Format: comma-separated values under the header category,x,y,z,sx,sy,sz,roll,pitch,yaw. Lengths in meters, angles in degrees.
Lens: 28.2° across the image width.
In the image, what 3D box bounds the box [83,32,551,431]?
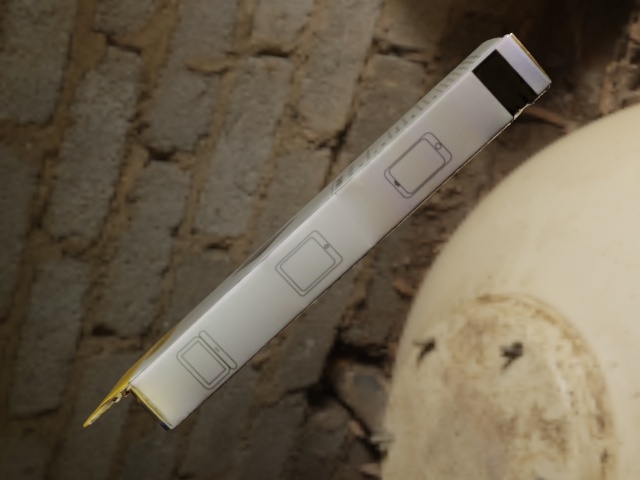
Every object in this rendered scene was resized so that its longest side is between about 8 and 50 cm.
category,x,y,z,sx,sy,sz,roll,pitch,yaw
box,0.000,0.000,0.594,0.247,0.033,0.129,-42,4,8
